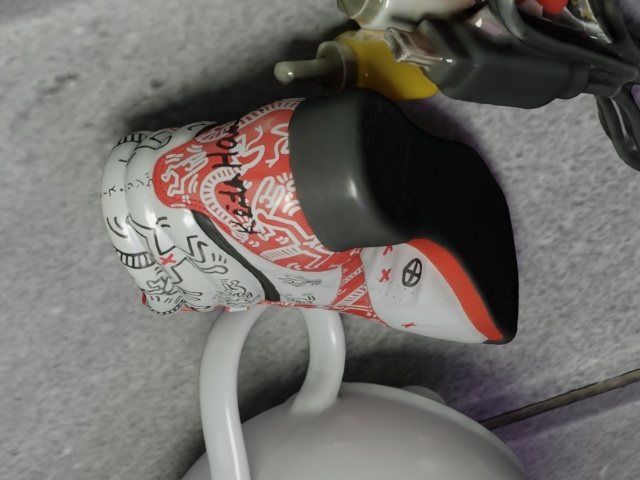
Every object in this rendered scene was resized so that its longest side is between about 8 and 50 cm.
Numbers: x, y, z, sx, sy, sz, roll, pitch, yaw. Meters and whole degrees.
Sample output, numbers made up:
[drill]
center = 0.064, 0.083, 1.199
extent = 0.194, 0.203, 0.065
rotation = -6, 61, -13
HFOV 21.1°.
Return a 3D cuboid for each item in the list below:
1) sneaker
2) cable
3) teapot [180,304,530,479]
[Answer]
[sneaker]
center = 0.000, -0.001, 0.840
extent = 0.145, 0.090, 0.270
rotation = -9, 163, 21
[cable]
center = 0.117, -0.103, 0.818
extent = 0.287, 0.072, 0.139
rotation = 4, 135, -45
[teapot]
center = 0.029, 0.161, 0.955
extent = 0.252, 0.187, 0.256
rotation = 22, 150, -3
